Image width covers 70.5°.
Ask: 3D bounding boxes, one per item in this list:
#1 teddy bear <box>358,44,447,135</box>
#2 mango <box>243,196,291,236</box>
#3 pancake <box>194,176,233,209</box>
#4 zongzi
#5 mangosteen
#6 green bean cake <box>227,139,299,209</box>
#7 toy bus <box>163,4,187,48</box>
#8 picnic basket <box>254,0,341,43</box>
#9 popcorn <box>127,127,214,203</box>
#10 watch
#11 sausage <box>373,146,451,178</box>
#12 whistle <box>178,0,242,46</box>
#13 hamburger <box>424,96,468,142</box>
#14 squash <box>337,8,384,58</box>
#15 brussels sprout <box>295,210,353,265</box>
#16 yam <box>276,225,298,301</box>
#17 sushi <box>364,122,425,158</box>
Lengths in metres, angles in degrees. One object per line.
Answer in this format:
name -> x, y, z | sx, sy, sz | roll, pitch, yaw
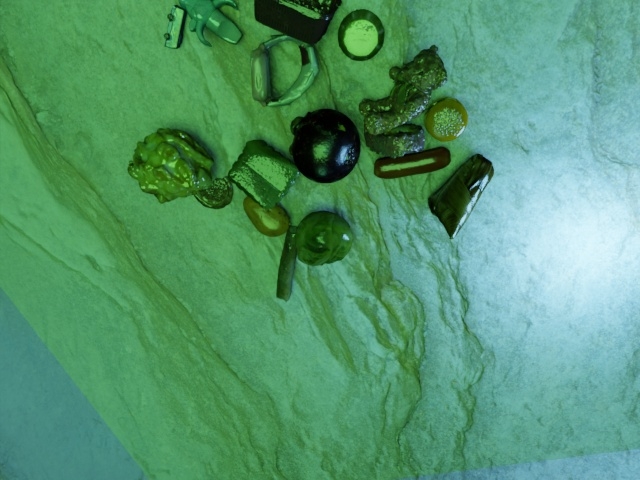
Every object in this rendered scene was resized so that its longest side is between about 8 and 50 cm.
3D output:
teddy bear -> 0.279, -0.518, 1.570 | 0.296, 0.246, 0.222 | -11, 139, 3
mango -> -0.237, -0.104, 1.937 | 0.227, 0.109, 0.147 | 35, 117, -5
pancake -> -0.470, -0.219, 1.979 | 0.184, 0.020, 0.190 | 36, 117, -6
zongzi -> 0.531, -0.158, 1.655 | 0.134, 0.288, 0.286 | 31, 117, -11
mangosteen -> 0.009, -0.353, 1.687 | 0.288, 0.288, 0.288 | 5, 116, 9
green bean cake -> -0.231, -0.269, 1.821 | 0.248, 0.125, 0.222 | 39, 95, -9
toy bus -> -0.543, -0.796, 1.696 | 0.061, 0.051, 0.153 | 20, 118, -5
picnic basket -> -0.091, -0.791, 1.538 | 0.297, 0.222, 0.129 | 23, 140, -1
popcorn -> -0.591, -0.296, 1.821 | 0.312, 0.312, 0.312 | 5, 116, 9
watch -> -0.127, -0.623, 1.656 | 0.241, 0.162, 0.253 | 0, 119, -3
sausage -> 0.349, -0.294, 1.742 | 0.300, 0.083, 0.089 | -8, 102, 14
whistle -> -0.407, -0.813, 1.638 | 0.274, 0.093, 0.186 | 35, 91, -10
hamburger -> 0.452, -0.434, 1.634 | 0.162, 0.115, 0.162 | 4, 117, 8
squash -> 0.139, -0.705, 1.570 | 0.170, 0.123, 0.170 | 3, 120, 5
brussels sprout -> 0.000, 0.000, 1.890 | 0.219, 0.210, 0.271 | 18, 129, -25
yam -> -0.148, 0.112, 2.045 | 0.083, 0.083, 0.372 | 13, 115, 5
sushi -> 0.285, -0.383, 1.692 | 0.161, 0.241, 0.107 | -16, 115, -24
